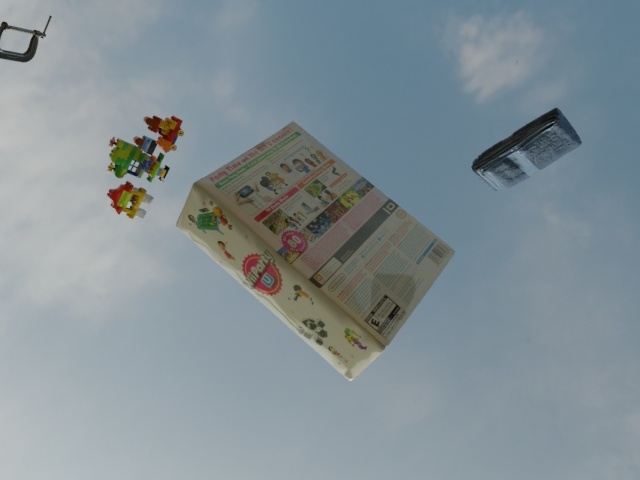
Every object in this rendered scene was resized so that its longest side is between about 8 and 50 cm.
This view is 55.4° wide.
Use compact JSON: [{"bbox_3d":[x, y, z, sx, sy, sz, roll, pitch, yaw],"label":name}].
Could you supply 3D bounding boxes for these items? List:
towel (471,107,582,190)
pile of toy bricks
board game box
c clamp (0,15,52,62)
[{"bbox_3d":[0.249,-0.104,0.739,0.119,0.067,0.029,-34,-141,31],"label":"towel"},{"bbox_3d":[-0.359,-0.160,1.171,0.118,0.105,0.212,32,-84,48],"label":"pile of toy bricks"},{"bbox_3d":[0.000,0.000,0.819,0.303,0.224,0.097,41,-46,7],"label":"board game box"},{"bbox_3d":[-0.785,-0.532,1.592,0.022,0.161,0.137,32,-66,14],"label":"c clamp"}]
